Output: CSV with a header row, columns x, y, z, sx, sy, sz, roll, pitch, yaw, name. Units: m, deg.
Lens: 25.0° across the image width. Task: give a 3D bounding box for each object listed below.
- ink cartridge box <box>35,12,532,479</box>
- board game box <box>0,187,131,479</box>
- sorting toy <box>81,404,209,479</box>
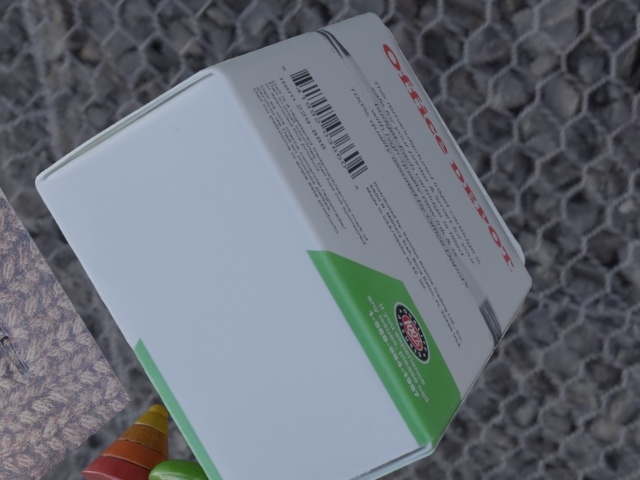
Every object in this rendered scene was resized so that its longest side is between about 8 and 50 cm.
x,y,z,sx,sy,sz,roll,pitch,yaw,name
0.000,0.000,0.815,0.121,0.289,0.211,-29,93,22,ink cartridge box
-0.341,0.078,1.269,0.291,0.141,0.232,4,127,53,board game box
-0.146,0.260,1.773,0.365,0.126,0.127,-7,144,47,sorting toy
